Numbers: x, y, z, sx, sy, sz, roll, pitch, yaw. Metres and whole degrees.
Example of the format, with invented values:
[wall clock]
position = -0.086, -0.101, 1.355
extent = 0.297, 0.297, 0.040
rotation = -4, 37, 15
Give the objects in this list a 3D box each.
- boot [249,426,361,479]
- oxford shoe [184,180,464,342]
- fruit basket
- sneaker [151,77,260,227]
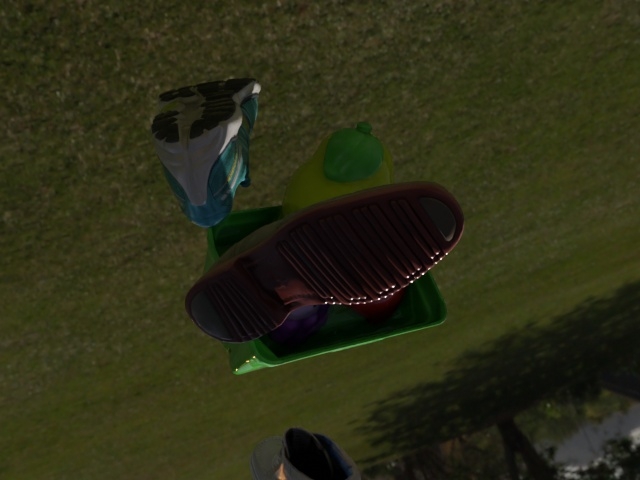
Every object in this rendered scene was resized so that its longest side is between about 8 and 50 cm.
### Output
[boot]
position = -0.018, 0.264, 0.932
extent = 0.095, 0.123, 0.258
rotation = -28, -155, -26
[oxford shoe]
position = 0.000, 0.000, 0.869
extent = 0.348, 0.123, 0.130
rotation = -20, -154, 30
[fruit basket]
position = 0.024, 0.020, 1.199
extent = 0.392, 0.282, 0.392
rotation = -20, 161, -7
[sneaker]
position = -0.115, -0.101, 0.818
extent = 0.107, 0.110, 0.275
rotation = -7, -155, 6
